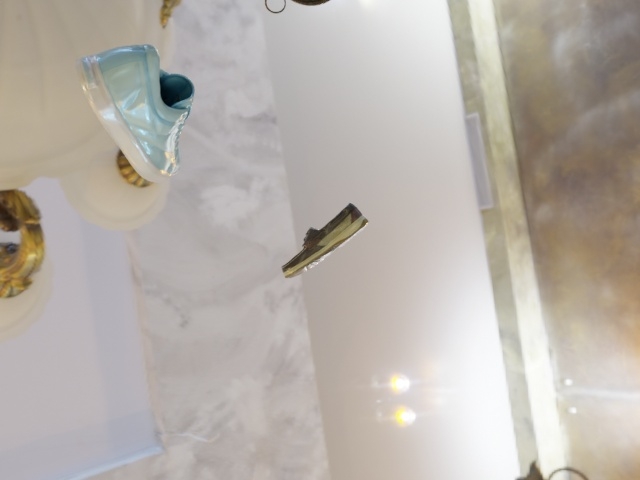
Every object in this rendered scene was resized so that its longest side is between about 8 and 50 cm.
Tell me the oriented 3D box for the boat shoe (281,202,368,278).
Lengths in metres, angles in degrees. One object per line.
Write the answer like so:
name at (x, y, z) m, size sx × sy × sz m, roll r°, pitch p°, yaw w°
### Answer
boat shoe at (0.000, 0.000, 1.537) m, size 0.073 × 0.223 × 0.080 m, roll 56°, pitch -174°, yaw 9°

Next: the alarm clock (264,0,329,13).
alarm clock at (-0.031, -0.475, 1.228) m, size 0.129 × 0.192 × 0.064 m, roll 34°, pitch -146°, yaw -29°

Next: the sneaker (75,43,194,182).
sneaker at (-0.273, -0.207, 1.189) m, size 0.366 × 0.150 × 0.135 m, roll 71°, pitch -179°, yaw -76°
